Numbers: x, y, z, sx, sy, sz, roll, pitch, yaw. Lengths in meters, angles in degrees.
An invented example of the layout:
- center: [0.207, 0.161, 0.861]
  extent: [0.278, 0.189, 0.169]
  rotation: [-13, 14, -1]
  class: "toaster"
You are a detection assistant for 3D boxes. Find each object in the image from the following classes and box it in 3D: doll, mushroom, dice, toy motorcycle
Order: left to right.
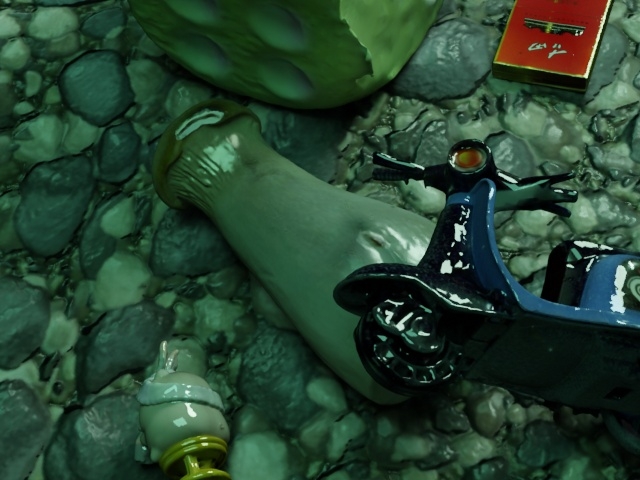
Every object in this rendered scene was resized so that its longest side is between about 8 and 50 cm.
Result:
- center: [-0.114, 0.142, 1.015]
  extent: [0.084, 0.073, 0.127]
  rotation: [-35, 54, 21]
  class: "doll"
- center: [-0.022, -0.290, 1.196]
  extent: [0.255, 0.252, 0.249]
  rotation: [18, 60, 20]
  class: "dice"
- center: [0.000, 0.000, 1.086]
  extent: [0.329, 0.122, 0.159]
  rotation: [40, 32, 28]
  class: "mushroom"
- center: [0.179, 0.038, 0.963]
  extent: [0.359, 0.125, 0.212]
  rotation: [12, 54, -16]
  class: "toy motorcycle"

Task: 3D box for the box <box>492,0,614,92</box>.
- center: [0.223, -0.201, 1.243]
  extent: [0.090, 0.023, 0.133]
  rotation: [13, 57, 18]
  class: "box"
